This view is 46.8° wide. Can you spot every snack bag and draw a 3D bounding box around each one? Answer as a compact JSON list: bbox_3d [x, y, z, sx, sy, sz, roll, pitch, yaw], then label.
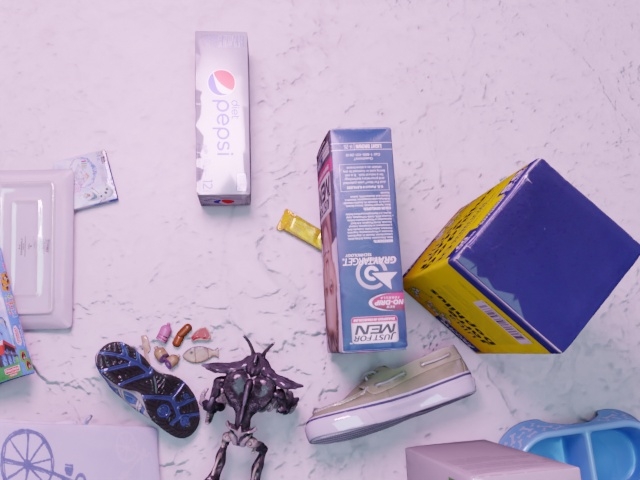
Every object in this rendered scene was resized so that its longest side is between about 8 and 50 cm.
[{"bbox_3d":[-0.342,0.411,1.045,0.037,0.343,0.322,-21,67,28],"label":"snack bag"}]

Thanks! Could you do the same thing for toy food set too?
[{"bbox_3d":[-0.236,0.173,1.239,0.122,0.019,0.077,-12,83,-8],"label":"toy food set"}]

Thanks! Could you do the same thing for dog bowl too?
[{"bbox_3d":[0.448,0.382,1.255,0.298,0.074,0.165,-6,82,-8],"label":"dog bowl"}]

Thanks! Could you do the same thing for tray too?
[{"bbox_3d":[-0.484,0.013,1.221,0.145,0.030,0.270,-2,84,-1],"label":"tray"}]

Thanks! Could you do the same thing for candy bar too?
[{"bbox_3d":[0.000,0.000,1.292,0.162,0.018,0.040,30,80,-2],"label":"candy bar"}]

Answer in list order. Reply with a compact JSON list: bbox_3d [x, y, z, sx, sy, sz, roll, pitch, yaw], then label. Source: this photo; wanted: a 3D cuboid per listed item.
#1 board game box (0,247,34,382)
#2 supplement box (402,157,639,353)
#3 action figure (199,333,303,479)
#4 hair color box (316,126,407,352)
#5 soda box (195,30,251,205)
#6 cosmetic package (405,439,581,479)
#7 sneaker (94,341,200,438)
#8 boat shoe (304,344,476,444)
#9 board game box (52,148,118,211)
[{"bbox_3d":[-0.561,0.134,1.180,0.160,0.039,0.211,-19,83,10],"label":"board game box"},{"bbox_3d":[0.283,0.043,1.143,0.195,0.356,0.194,41,79,1],"label":"supplement box"},{"bbox_3d":[-0.120,0.276,1.180,0.164,0.141,0.275,12,96,-2],"label":"action figure"},{"bbox_3d":[0.061,0.007,1.199,0.105,0.174,0.346,-3,81,-7],"label":"hair color box"},{"bbox_3d":[-0.166,-0.206,1.265,0.091,0.098,0.286,-1,81,-5],"label":"soda box"},{"bbox_3d":[0.243,0.410,1.080,0.155,0.365,0.196,-3,79,-8],"label":"cosmetic package"},{"bbox_3d":[-0.279,0.239,1.201,0.211,0.081,0.080,49,63,-15],"label":"sneaker"},{"bbox_3d":[0.111,0.258,1.234,0.303,0.109,0.094,-14,67,-17],"label":"boat shoe"},{"bbox_3d":[-0.401,-0.101,1.263,0.090,0.020,0.090,-15,84,-8],"label":"board game box"}]
